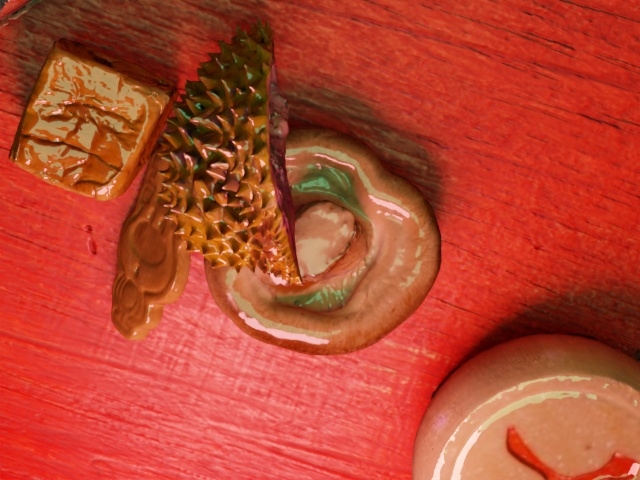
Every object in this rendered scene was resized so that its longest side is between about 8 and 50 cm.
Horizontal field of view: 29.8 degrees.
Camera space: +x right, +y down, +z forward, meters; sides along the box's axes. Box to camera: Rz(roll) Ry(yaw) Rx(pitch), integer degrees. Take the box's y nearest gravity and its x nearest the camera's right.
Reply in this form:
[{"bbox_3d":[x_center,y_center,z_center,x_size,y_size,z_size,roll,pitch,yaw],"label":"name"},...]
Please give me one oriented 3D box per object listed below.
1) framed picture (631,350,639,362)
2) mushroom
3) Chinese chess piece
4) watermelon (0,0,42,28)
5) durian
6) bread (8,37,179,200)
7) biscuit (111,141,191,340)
[{"bbox_3d":[0.346,0.297,1.554,0.289,0.020,0.211,-33,106,9],"label":"framed picture"},{"bbox_3d":[0.000,0.000,1.380,0.278,0.146,0.278,0,88,-8],"label":"mushroom"},{"bbox_3d":[0.280,0.276,1.464,0.338,0.140,0.338,0,107,-2],"label":"Chinese chess piece"},{"bbox_3d":[-0.296,-0.304,1.257,0.318,0.226,0.148,-44,73,37],"label":"watermelon"},{"bbox_3d":[-0.086,-0.111,1.259,0.154,0.260,0.186,2,142,-19],"label":"durian"},{"bbox_3d":[-0.252,-0.134,1.325,0.149,0.158,0.143,24,104,-3],"label":"bread"},{"bbox_3d":[-0.188,0.003,1.383,0.040,0.144,0.236,16,106,-35],"label":"biscuit"}]
